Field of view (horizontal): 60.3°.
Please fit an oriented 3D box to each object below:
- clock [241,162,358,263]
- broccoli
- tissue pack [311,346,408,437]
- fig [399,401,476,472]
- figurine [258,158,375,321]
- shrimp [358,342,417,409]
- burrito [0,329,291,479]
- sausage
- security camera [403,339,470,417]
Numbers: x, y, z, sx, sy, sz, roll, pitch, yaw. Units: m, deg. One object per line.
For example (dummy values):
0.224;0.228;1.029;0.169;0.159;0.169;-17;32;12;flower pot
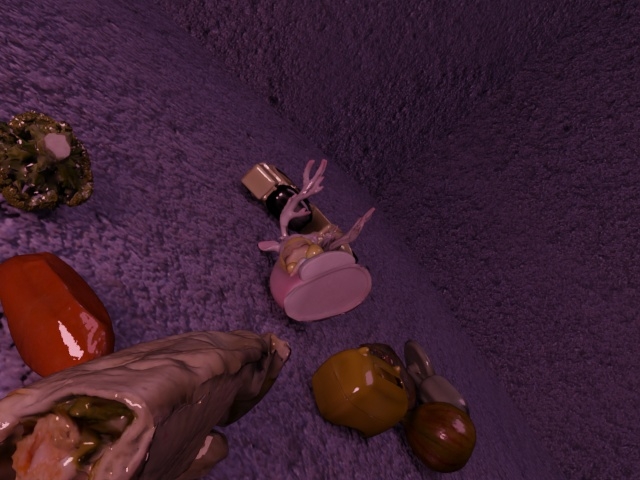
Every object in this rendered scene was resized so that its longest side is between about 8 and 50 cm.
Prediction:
-0.048;-0.054;1.524;0.379;0.120;0.276;45;10;3;clock
-0.351;-0.100;0.694;0.130;0.120;0.131;3;79;-45;broccoli
0.080;0.275;1.008;0.178;0.127;0.123;36;21;-40;tissue pack
0.233;0.404;1.160;0.186;0.148;0.142;10;37;-3;fig
0.005;0.011;1.215;0.206;0.284;0.316;42;4;-33;figurine
0.153;0.308;1.256;0.168;0.077;0.317;58;13;24;shrimp
-0.151;0.164;0.517;0.135;0.190;0.332;27;5;13;burrito
-0.269;0.074;0.560;0.179;0.089;0.089;45;11;25;sausage
0.267;0.373;1.379;0.301;0.080;0.157;-129;-157;-58;security camera
